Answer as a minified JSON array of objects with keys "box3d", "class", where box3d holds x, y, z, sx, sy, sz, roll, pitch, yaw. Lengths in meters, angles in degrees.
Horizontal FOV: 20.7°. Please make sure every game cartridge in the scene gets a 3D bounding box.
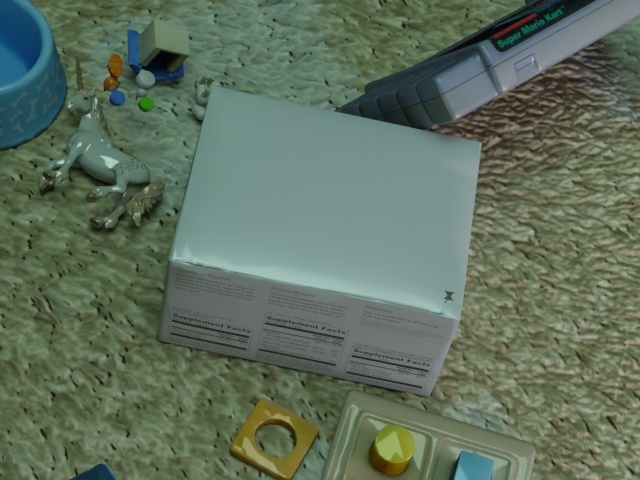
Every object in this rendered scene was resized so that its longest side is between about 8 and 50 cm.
[{"box3d":[0.197,-0.200,1.744,0.355,0.230,0.068,-31,94,-27],"class":"game cartridge"}]

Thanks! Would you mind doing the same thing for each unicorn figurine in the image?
[{"box3d":[-0.218,-0.081,1.692,0.162,0.060,0.111,42,55,-1],"class":"unicorn figurine"}]

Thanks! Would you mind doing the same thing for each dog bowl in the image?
[{"box3d":[-0.382,-0.214,1.737,0.297,0.074,0.166,39,58,15],"class":"dog bowl"}]

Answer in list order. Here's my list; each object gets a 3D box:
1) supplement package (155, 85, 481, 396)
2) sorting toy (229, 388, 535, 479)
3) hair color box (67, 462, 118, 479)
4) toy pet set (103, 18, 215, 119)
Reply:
[{"box3d":[0.000,0.000,1.618,0.262,0.145,0.204,12,55,-3],"class":"supplement package"},{"box3d":[0.088,0.227,1.539,0.348,0.047,0.196,17,55,2],"class":"sorting toy"},{"box3d":[-0.290,0.322,1.330,0.347,0.174,0.105,-26,63,-24],"class":"hair color box"},{"box3d":[-0.169,-0.160,1.744,0.122,0.065,0.114,11,60,-31],"class":"toy pet set"}]
